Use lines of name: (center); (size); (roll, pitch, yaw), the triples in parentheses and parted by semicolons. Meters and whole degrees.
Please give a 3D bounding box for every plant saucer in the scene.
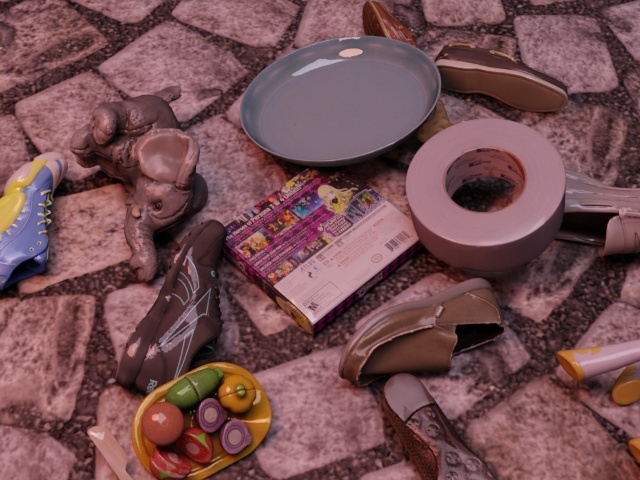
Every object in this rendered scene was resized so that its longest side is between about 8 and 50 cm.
plant saucer: (0.032, -0.214, 1.539); (0.318, 0.043, 0.317); (-8, 43, 8)

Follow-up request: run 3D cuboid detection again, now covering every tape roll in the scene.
tape roll: (0.232, -0.065, 1.376); (0.219, 0.072, 0.219); (-6, 57, 9)

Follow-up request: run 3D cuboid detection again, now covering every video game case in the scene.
video game case: (0.000, 0.000, 1.417); (0.232, 0.042, 0.210); (-38, 63, -26)

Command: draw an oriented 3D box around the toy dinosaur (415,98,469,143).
toy dinosaur: (0.197, -0.175, 1.548); (0.093, 0.053, 0.183); (11, 54, 8)

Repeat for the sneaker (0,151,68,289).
sneaker: (-0.417, -0.019, 1.405); (0.126, 0.091, 0.240); (37, 58, 2)

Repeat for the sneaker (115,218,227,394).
sneaker: (-0.175, 0.095, 1.321); (0.106, 0.101, 0.267); (23, 64, 1)

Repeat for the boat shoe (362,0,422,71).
boat shoe: (0.127, -0.336, 1.664); (0.060, 0.064, 0.178); (-17, 63, -24)

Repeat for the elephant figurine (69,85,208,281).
elephant figurine: (-0.235, -0.088, 1.428); (0.239, 0.186, 0.169); (47, 21, 16)

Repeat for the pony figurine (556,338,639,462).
pony figurine: (0.528, 0.140, 1.185); (0.363, 0.303, 0.351); (-30, 27, -8)

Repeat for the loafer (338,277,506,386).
loafer: (0.140, 0.129, 1.293); (0.251, 0.094, 0.087); (-24, 53, -19)

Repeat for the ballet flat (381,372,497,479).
ballet flat: (0.150, 0.277, 1.215); (0.084, 0.058, 0.250); (-25, 63, -15)

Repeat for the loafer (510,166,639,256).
loafer: (0.430, -0.020, 1.413); (0.319, 0.112, 0.111); (14, 59, 18)

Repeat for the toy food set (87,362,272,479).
toy food set: (-0.159, 0.228, 1.199); (0.218, 0.071, 0.128); (-27, 82, -19)

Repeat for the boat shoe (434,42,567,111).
boat shoe: (0.298, -0.272, 1.606); (0.228, 0.081, 0.068); (17, 58, 13)
